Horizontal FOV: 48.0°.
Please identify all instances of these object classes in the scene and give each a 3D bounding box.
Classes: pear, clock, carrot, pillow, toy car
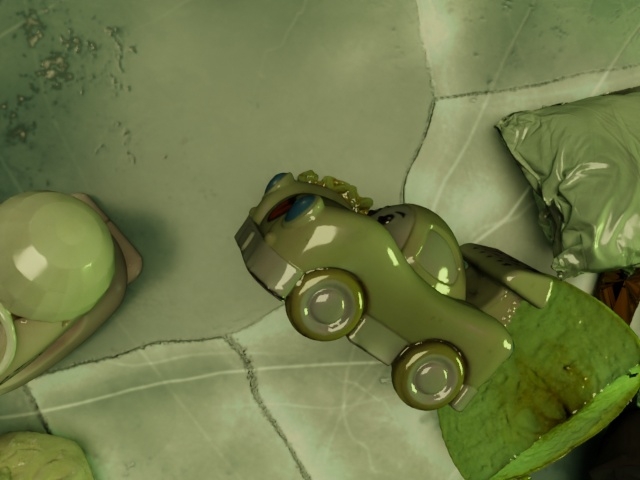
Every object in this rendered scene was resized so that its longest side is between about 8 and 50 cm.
[{"bbox_3d":[0.282,0.170,0.991,0.288,0.139,0.239,-46,54,18],"label":"pear"},{"bbox_3d":[-0.380,0.079,0.859,0.184,0.326,0.342,45,88,-4],"label":"clock"},{"bbox_3d":[0.417,0.100,1.035,0.069,0.069,0.228,21,90,-3],"label":"carrot"},{"bbox_3d":[0.414,-0.091,0.979,0.310,0.138,0.283,-9,64,-6],"label":"pillow"},{"bbox_3d":[0.084,0.034,0.895,0.336,0.242,0.226,37,94,-17],"label":"toy car"}]

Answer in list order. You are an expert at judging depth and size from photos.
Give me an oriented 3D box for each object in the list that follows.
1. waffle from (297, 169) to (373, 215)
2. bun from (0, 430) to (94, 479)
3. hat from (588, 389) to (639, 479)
[{"bbox_3d":[0.000,0.000,1.022,0.169,0.036,0.183,30,89,-4],"label":"waffle"},{"bbox_3d":[-0.395,0.362,0.928,0.231,0.133,0.231,-1,94,-24],"label":"bun"},{"bbox_3d":[0.488,0.319,1.006,0.238,0.209,0.336,17,129,9],"label":"hat"}]
